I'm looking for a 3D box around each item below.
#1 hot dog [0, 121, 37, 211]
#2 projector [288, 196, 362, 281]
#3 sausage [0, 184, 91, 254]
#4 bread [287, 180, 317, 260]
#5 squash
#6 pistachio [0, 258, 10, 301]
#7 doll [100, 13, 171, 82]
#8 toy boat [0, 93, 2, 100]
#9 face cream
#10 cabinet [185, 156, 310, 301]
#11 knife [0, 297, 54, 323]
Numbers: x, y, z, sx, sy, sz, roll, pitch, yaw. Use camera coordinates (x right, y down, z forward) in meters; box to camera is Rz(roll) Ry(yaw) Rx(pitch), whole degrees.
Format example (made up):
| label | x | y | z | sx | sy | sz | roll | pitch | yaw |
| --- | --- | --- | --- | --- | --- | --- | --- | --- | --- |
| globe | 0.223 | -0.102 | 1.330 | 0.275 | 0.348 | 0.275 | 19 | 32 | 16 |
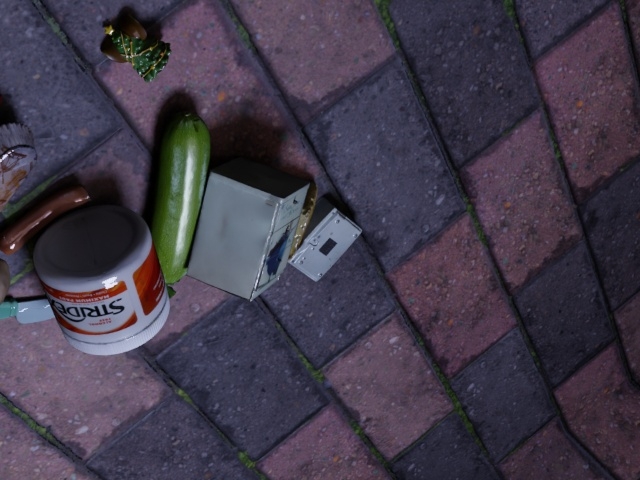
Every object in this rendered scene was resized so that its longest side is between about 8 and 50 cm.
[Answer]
| label | x | y | z | sx | sy | sz | roll | pitch | yaw |
| --- | --- | --- | --- | --- | --- | --- | --- | --- | --- |
| hot dog | -0.534 | -0.084 | 1.705 | 0.252 | 0.069 | 0.131 | -48 | 161 | 17 |
| projector | 0.000 | 0.000 | 2.202 | 0.147 | 0.061 | 0.115 | -48 | 136 | 4 |
| sausage | -0.472 | -0.038 | 1.830 | 0.177 | 0.047 | 0.040 | -36 | 140 | -5 |
| bread | -0.096 | -0.064 | 2.087 | 0.160 | 0.169 | 0.140 | 22 | 114 | -1 |
| squash | -0.255 | -0.059 | 1.938 | 0.101 | 0.101 | 0.378 | -8 | 123 | -32 |
| pistachio | -0.613 | 0.098 | 1.777 | 0.223 | 0.126 | 0.152 | -30 | 135 | -11 |
| doll | -0.293 | -0.302 | 1.732 | 0.113 | 0.076 | 0.078 | 24 | 115 | -44 |
| toy boat | -0.608 | -0.236 | 1.563 | 0.219 | 0.072 | 0.318 | -37 | 134 | -11 |
| face cream | -0.376 | 0.066 | 1.872 | 0.201 | 0.201 | 0.187 | -26 | 135 | -18 |
| cabinet | -0.130 | -0.021 | 1.960 | 0.145 | 0.150 | 0.206 | -38 | 147 | -66 |
| knife | -0.528 | 0.125 | 1.934 | 0.260 | 0.034 | 0.063 | -1 | 121 | -40 |
